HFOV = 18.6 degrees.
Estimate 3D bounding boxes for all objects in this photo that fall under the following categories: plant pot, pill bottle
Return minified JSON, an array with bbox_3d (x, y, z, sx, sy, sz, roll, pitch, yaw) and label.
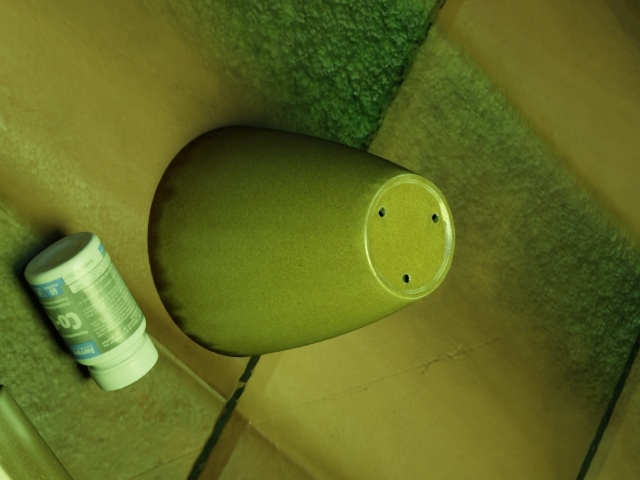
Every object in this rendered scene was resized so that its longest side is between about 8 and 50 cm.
[{"bbox_3d":[0.000,0.000,1.907,0.237,0.254,0.237,0,89,-40],"label":"plant pot"},{"bbox_3d":[-0.212,0.068,1.835,0.078,0.078,0.137,-43,115,-33],"label":"pill bottle"},{"bbox_3d":[-0.292,0.225,1.718,0.167,0.167,0.165,-38,105,-35],"label":"plant pot"}]
